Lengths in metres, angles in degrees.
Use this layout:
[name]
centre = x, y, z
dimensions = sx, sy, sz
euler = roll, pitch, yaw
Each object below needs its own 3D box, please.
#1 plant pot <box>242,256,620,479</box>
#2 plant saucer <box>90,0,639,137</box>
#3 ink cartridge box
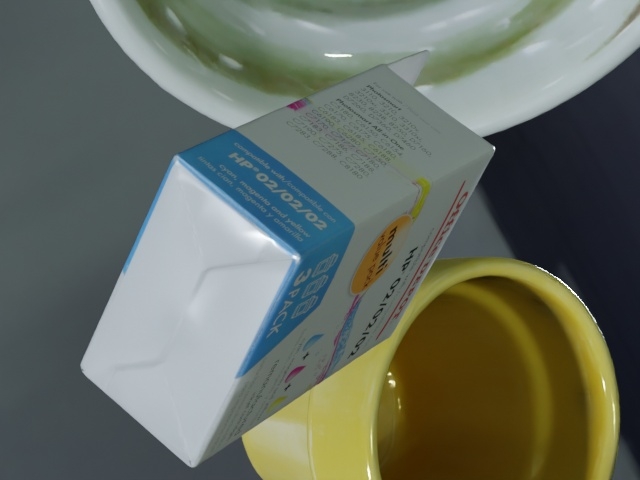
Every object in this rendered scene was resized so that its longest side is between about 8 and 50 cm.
[plant pot]
centre = 0.067, 0.142, 1.481
dimensions = 0.254, 0.254, 0.239
euler = -29, -165, -32
[plant saucer]
centre = 0.046, -0.233, 1.097
dimensions = 0.400, 0.400, 0.100
euler = -29, -141, 15
[ink cartridge box]
centre = 0.000, 0.000, 0.714
dimensions = 0.181, 0.061, 0.104
euler = -30, 153, -53
